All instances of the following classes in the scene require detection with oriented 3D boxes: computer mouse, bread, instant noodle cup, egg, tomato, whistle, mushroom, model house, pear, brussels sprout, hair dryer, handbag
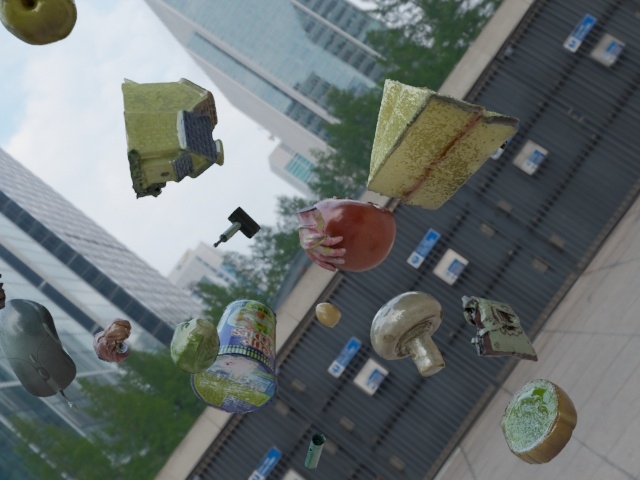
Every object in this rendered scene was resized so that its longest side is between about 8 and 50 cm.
[{"bbox_3d":[-0.800,0.337,1.879,0.167,0.379,0.090,-33,3,-4],"label":"computer mouse"},{"bbox_3d":[0.289,-0.204,1.675,0.345,0.242,0.405,-3,-60,-30],"label":"bread"},{"bbox_3d":[-0.261,0.367,2.202,0.312,0.284,0.284,-83,18,-54],"label":"instant noodle cup"},{"bbox_3d":[0.025,0.264,2.357,0.080,0.096,0.080,-60,1,2],"label":"egg"},{"bbox_3d":[0.109,-0.022,2.484,0.341,0.341,0.273,9,-90,-77],"label":"tomato"},{"bbox_3d":[-0.017,0.587,1.827,0.039,0.039,0.186,-46,-21,-35],"label":"whistle"},{"bbox_3d":[0.227,0.235,1.689,0.206,0.206,0.209,-60,24,27],"label":"mushroom"},{"bbox_3d":[-0.417,-0.283,1.884,0.266,0.321,0.261,-9,-26,-8],"label":"model house"},{"bbox_3d":[-0.558,-0.457,1.304,0.149,0.149,0.162,-54,11,-3],"label":"pear"},{"bbox_3d":[-0.343,0.299,1.841,0.155,0.117,0.155,-25,-45,-27],"label":"brussels sprout"},{"bbox_3d":[-0.266,-0.022,1.997,0.057,0.100,0.198,-45,1,39],"label":"hair dryer"},{"bbox_3d":[0.537,0.270,2.007,0.235,0.213,0.127,11,-42,-33],"label":"handbag"},{"bbox_3d":[0.580,0.484,1.769,0.236,0.070,0.236,-56,13,19],"label":"bread"}]

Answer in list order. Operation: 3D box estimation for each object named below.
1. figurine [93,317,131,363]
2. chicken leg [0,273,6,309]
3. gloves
[{"bbox_3d":[-0.647,0.313,2.056,0.114,0.126,0.157,-33,-20,-45],"label":"figurine"},{"bbox_3d":[-0.804,0.075,1.433,0.322,0.177,0.083,47,-146,-48],"label":"chicken leg"},{"bbox_3d":[-0.007,0.004,2.249,0.145,0.241,0.126,-8,14,46],"label":"gloves"}]
